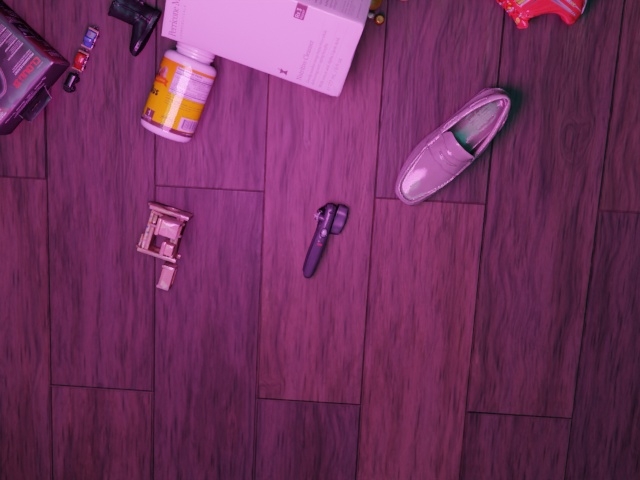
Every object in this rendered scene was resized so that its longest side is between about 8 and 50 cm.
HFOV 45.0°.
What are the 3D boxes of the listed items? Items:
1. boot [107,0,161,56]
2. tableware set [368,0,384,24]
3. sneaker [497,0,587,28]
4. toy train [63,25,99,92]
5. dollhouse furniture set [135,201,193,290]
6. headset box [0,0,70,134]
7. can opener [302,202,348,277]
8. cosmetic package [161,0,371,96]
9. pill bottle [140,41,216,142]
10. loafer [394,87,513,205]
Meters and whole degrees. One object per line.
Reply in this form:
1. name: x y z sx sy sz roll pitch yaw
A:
1. boot: -0.411 -0.472 1.664 0.099 0.045 0.121 29 94 -6
2. tableware set: 0.147 -0.535 1.641 0.104 0.024 0.154 25 100 -6
3. sneaker: 0.410 -0.501 1.598 0.279 0.107 0.118 9 111 3
4. toy train: -0.524 -0.396 1.688 0.027 0.036 0.158 27 101 -3
5. dollhouse furniture set: -0.368 0.021 1.701 0.101 0.161 0.182 19 100 -1
6. headset box: -0.708 -0.383 1.661 0.293 0.110 0.218 44 99 -6
7. can opener: 0.000 0.000 1.733 0.073 0.059 0.186 23 101 -3
8. cosmetic package: -0.106 -0.464 1.539 0.385 0.156 0.217 16 146 -5
9. pill bottle: -0.297 -0.327 1.651 0.117 0.117 0.215 23 101 -2
10. loafer: 0.281 -0.201 1.654 0.112 0.111 0.319 40 100 -5
